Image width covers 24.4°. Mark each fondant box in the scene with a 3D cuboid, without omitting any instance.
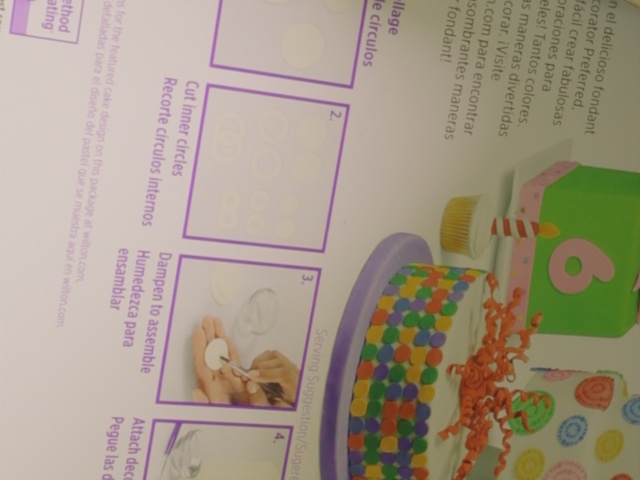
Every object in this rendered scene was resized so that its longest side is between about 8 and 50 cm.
[{"bbox_3d":[0.000,0.000,0.545,0.330,0.096,0.238,6,99,-23],"label":"fondant box"}]

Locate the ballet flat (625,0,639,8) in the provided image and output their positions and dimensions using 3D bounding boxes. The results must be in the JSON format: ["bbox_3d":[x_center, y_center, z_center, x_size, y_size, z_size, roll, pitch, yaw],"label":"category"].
[{"bbox_3d":[0.065,-0.246,0.417,0.139,0.139,0.400,-33,107,-5],"label":"ballet flat"}]
